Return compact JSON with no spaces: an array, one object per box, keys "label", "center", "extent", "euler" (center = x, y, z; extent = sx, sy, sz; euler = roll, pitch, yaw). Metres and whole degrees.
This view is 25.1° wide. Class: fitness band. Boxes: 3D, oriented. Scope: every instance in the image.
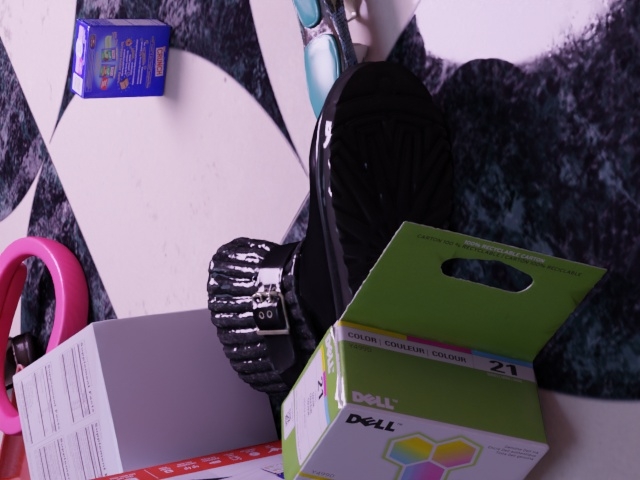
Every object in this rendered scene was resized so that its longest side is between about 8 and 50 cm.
[{"label":"fitness band","center":[-0.420,0.136,2.060],"extent":[0.209,0.054,0.291],"euler":[30,108,44]}]

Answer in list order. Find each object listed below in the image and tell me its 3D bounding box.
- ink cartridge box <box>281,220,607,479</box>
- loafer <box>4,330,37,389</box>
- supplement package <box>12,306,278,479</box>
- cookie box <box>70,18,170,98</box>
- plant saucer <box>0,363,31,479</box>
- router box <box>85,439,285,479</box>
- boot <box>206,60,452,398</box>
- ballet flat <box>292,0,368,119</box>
[{"label":"ink cartridge box","center":[0.099,0.116,1.168],"extent":[0.097,0.188,0.255],"euler":[-93,24,-43]},{"label":"loafer","center":[-0.498,0.198,2.220],"extent":[0.220,0.078,0.080],"euler":[-33,68,54]},{"label":"supplement package","center":[-0.204,0.208,1.657],"extent":[0.262,0.199,0.198],"euler":[-31,69,55]},{"label":"cookie box","center":[-0.239,-0.218,1.724],"extent":[0.040,0.107,0.092],"euler":[37,125,50]},{"label":"plant saucer","center":[-0.403,0.356,2.132],"extent":[0.259,0.047,0.258],"euler":[51,135,39]},{"label":"router box","center":[-0.084,0.285,1.364],"extent":[0.301,0.335,0.082],"euler":[10,104,55]},{"label":"boot","center":[-0.003,0.002,1.376],"extent":[0.260,0.131,0.348],"euler":[12,106,56]},{"label":"ballet flat","center":[0.014,-0.199,1.379],"extent":[0.070,0.070,0.189],"euler":[-12,90,57]}]
